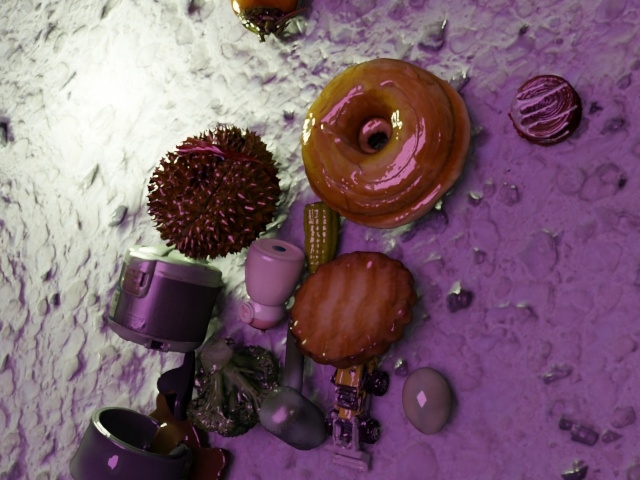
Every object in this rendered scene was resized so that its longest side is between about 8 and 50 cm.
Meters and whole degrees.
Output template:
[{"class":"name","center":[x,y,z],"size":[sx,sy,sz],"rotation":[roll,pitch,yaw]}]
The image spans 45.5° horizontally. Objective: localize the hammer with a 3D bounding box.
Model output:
[{"class":"hammer","center":[-0.059,0.342,1.911],"size":[0.119,0.206,0.335],"rotation":[-10,57,21]}]

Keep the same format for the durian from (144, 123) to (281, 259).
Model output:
[{"class":"durian","center":[-0.275,-0.128,2.008],"size":[0.348,0.347,0.384],"rotation":[39,85,30]}]

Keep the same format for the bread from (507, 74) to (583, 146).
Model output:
[{"class":"bread","center":[0.511,-0.295,1.735],"size":[0.161,0.073,0.160],"rotation":[-6,79,29]}]

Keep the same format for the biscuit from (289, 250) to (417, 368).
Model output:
[{"class":"biscuit","center":[0.081,0.170,1.834],"size":[0.326,0.107,0.325],"rotation":[-16,45,17]}]

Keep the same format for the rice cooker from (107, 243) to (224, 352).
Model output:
[{"class":"rice cooker","center":[-0.424,0.146,2.079],"size":[0.288,0.288,0.276],"rotation":[17,93,32]}]

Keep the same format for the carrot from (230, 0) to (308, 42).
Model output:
[{"class":"carrot","center":[-0.151,-0.701,2.135],"size":[0.193,0.214,0.331],"rotation":[-15,67,58]}]

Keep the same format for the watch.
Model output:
[{"class":"watch","center":[-0.458,0.575,1.993],"size":[0.335,0.327,0.314],"rotation":[27,95,31]}]

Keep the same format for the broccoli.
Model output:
[{"class":"broccoli","center":[-0.232,0.372,1.964],"size":[0.261,0.241,0.269],"rotation":[28,50,36]}]

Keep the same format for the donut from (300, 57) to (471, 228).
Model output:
[{"class":"donut","center":[0.151,-0.244,1.868],"size":[0.449,0.198,0.448],"rotation":[-7,75,27]}]

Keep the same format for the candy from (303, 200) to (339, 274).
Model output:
[{"class":"candy","center":[0.000,0.000,1.972],"size":[0.097,0.097,0.209],"rotation":[1,88,31]}]

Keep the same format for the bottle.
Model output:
[{"class":"bottle","center":[-0.135,0.125,1.977],"size":[0.148,0.148,0.236],"rotation":[27,111,31]}]

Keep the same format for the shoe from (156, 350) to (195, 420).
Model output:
[{"class":"shoe","center":[-0.392,0.390,2.055],"size":[0.093,0.241,0.108],"rotation":[4,120,-2]}]

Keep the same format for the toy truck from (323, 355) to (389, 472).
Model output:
[{"class":"toy truck","center":[0.074,0.409,1.838],"size":[0.136,0.111,0.285],"rotation":[5,83,33]}]

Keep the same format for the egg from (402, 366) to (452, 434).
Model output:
[{"class":"egg","center":[0.243,0.367,1.743],"size":[0.114,0.114,0.152],"rotation":[-9,75,29]}]
